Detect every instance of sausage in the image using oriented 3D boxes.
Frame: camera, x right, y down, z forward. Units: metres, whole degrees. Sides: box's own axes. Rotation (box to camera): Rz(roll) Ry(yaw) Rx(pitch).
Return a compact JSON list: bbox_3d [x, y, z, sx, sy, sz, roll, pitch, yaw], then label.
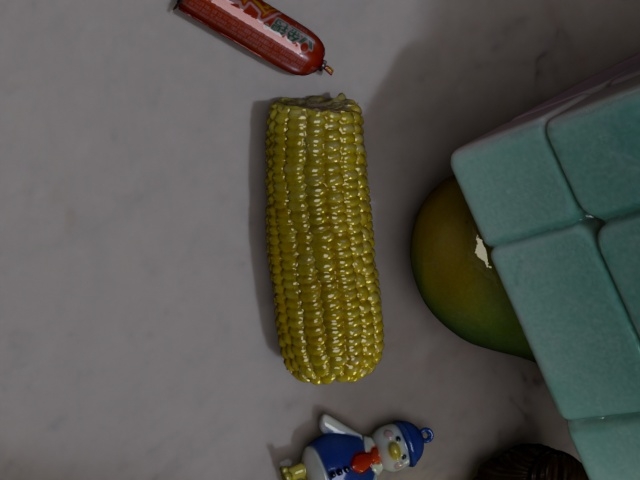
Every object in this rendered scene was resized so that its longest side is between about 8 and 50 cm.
[{"bbox_3d":[-0.050,-0.175,1.024,0.145,0.050,0.048,30,95,-16],"label":"sausage"}]

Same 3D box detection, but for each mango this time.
[{"bbox_3d":[0.191,0.032,1.072,0.251,0.114,0.156,29,80,-14],"label":"mango"}]

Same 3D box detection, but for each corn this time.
[{"bbox_3d":[0.000,0.000,1.037,0.093,0.093,0.244,-8,97,-12],"label":"corn"}]

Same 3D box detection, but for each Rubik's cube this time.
[{"bbox_3d":[0.351,-0.012,0.930,0.318,0.316,0.322,-28,94,-41],"label":"Rubik's cube"}]

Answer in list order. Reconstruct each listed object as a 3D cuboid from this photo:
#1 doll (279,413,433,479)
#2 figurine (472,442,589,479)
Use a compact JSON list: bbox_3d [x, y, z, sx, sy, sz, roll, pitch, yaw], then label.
[{"bbox_3d":[0.035,0.194,1.090,0.142,0.057,0.099,-17,86,-15],"label":"doll"},{"bbox_3d":[0.129,0.319,1.095,0.187,0.168,0.315,33,77,24],"label":"figurine"}]
